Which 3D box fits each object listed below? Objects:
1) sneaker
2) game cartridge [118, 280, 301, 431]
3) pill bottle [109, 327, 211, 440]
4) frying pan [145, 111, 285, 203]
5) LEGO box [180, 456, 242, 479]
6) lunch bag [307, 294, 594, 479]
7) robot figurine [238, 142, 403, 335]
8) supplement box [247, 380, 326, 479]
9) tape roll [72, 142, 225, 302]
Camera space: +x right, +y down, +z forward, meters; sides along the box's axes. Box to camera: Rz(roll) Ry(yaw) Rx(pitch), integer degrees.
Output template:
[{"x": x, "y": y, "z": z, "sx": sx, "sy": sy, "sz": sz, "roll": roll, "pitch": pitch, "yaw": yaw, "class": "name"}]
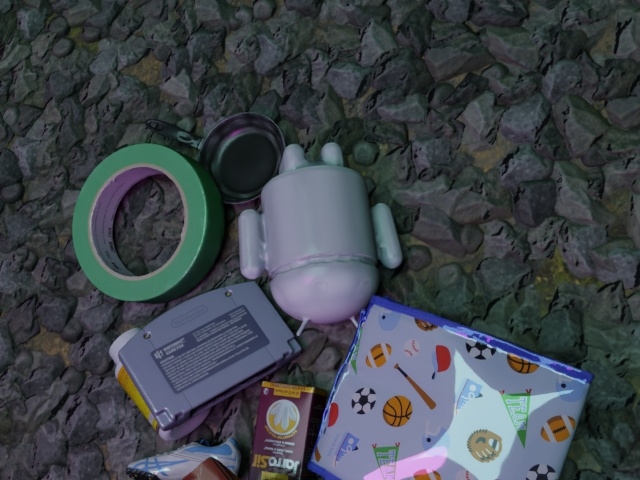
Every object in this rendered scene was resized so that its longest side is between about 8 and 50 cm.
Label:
[{"x": -0.255, "y": 0.419, "z": 1.626, "sx": 0.237, "sy": 0.085, "sz": 0.086, "roll": -10, "pitch": 46, "yaw": 20, "class": "sneaker"}, {"x": -0.210, "y": 0.201, "z": 1.611, "sx": 0.297, "sy": 0.062, "sz": 0.198, "roll": -27, "pitch": 60, "yaw": -23, "class": "game cartridge"}, {"x": -0.312, "y": 0.270, "z": 1.658, "sx": 0.117, "sy": 0.117, "sz": 0.215, "roll": -46, "pitch": 67, "yaw": 2, "class": "pill bottle"}, {"x": -0.219, "y": -0.163, "z": 1.784, "sx": 0.326, "sy": 0.053, "sz": 0.197, "roll": -2, "pitch": 75, "yaw": 21, "class": "frying pan"}, {"x": -0.057, "y": 0.605, "z": 1.313, "sx": 0.193, "sy": 0.372, "sz": 0.500, "roll": -39, "pitch": 67, "yaw": -12, "class": "LEGO box"}, {"x": 0.203, "y": 0.295, "z": 1.413, "sx": 0.386, "sy": 0.239, "sz": 0.327, "roll": 19, "pitch": 84, "yaw": 15, "class": "lunch bag"}, {"x": 0.000, "y": 0.000, "z": 1.581, "sx": 0.300, "sy": 0.199, "sz": 0.353, "roll": -4, "pitch": 72, "yaw": -7, "class": "robot figurine"}, {"x": -0.059, "y": 0.356, "z": 1.567, "sx": 0.104, "sy": 0.081, "sz": 0.188, "roll": 3, "pitch": 77, "yaw": 20, "class": "supplement box"}, {"x": -0.351, "y": -0.034, "z": 1.756, "sx": 0.321, "sy": 0.077, "sz": 0.321, "roll": -4, "pitch": 81, "yaw": 23, "class": "tape roll"}]
